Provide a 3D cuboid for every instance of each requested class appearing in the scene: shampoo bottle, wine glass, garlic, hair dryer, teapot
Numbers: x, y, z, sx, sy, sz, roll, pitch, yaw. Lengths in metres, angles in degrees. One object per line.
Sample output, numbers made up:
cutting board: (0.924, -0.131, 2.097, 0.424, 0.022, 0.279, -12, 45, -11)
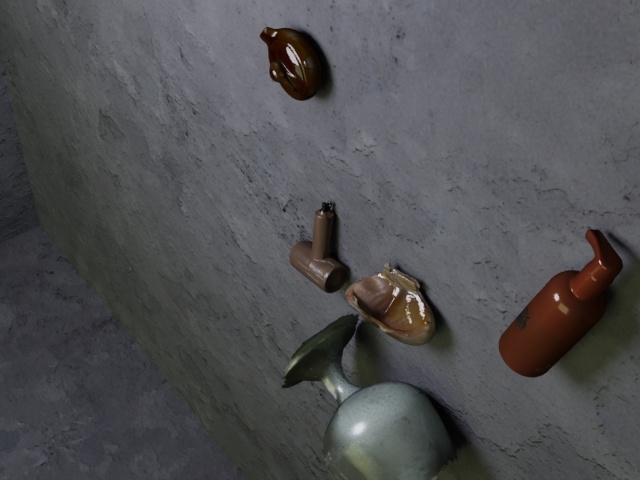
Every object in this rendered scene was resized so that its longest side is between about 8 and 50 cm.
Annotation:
shampoo bottle: (0.316, 0.091, 0.952, 0.085, 0.085, 0.244, 46, 145, 21)
wine glass: (0.088, 0.326, 1.348, 0.323, 0.238, 0.238, 48, 148, 18)
garlic: (0.120, 0.117, 1.252, 0.174, 0.099, 0.124, 37, 157, 32)
hair dryer: (0.000, 0.000, 1.366, 0.117, 0.064, 0.181, 37, 135, 36)
teapot: (-0.052, -0.282, 1.168, 0.129, 0.078, 0.098, 61, 149, -2)
